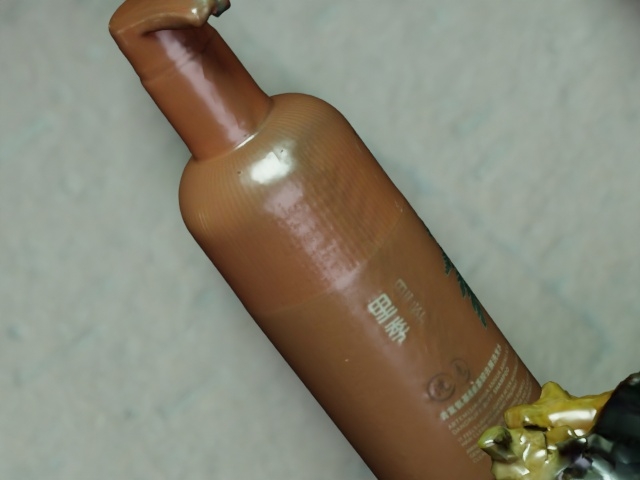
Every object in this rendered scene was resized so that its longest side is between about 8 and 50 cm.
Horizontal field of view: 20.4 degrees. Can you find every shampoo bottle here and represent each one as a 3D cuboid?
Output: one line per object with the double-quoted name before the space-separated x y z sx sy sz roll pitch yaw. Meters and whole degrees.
"shampoo bottle" -0.001 0.000 0.714 0.085 0.085 0.244 -35 114 3

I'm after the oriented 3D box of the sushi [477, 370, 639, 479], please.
"sushi" 0.195 0.190 0.751 0.207 0.234 0.348 12 132 31
